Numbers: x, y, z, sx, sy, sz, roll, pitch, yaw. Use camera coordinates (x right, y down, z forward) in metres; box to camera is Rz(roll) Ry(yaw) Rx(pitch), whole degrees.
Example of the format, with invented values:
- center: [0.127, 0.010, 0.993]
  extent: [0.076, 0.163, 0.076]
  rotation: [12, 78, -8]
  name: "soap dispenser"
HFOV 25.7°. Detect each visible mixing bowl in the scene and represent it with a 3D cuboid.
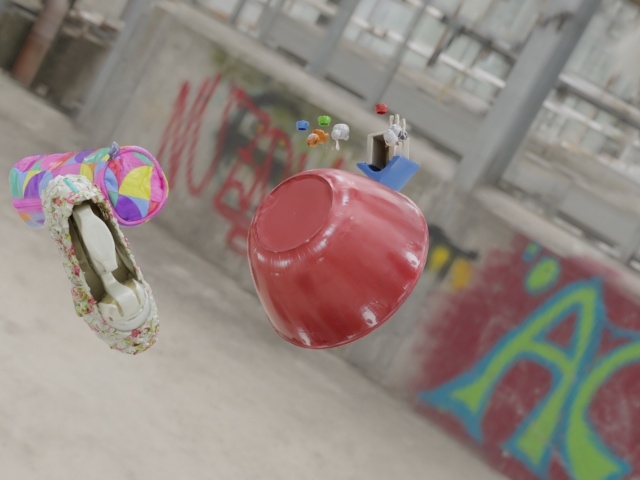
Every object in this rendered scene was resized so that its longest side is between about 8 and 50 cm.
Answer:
- center: [0.000, 0.000, 1.312]
  extent: [0.181, 0.181, 0.098]
  rotation: [39, -6, 47]
  name: "mixing bowl"

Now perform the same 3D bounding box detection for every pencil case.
- center: [-0.285, -0.063, 1.692]
  extent: [0.104, 0.104, 0.236]
  rotation: [21, -14, -37]
  name: "pencil case"

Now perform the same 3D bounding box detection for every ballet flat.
- center: [-0.240, 0.037, 1.561]
  extent: [0.077, 0.091, 0.241]
  rotation: [25, -36, 58]
  name: "ballet flat"

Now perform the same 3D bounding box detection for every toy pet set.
- center: [0.050, -0.098, 1.609]
  extent: [0.122, 0.065, 0.114]
  rotation: [-9, -20, 35]
  name: "toy pet set"
